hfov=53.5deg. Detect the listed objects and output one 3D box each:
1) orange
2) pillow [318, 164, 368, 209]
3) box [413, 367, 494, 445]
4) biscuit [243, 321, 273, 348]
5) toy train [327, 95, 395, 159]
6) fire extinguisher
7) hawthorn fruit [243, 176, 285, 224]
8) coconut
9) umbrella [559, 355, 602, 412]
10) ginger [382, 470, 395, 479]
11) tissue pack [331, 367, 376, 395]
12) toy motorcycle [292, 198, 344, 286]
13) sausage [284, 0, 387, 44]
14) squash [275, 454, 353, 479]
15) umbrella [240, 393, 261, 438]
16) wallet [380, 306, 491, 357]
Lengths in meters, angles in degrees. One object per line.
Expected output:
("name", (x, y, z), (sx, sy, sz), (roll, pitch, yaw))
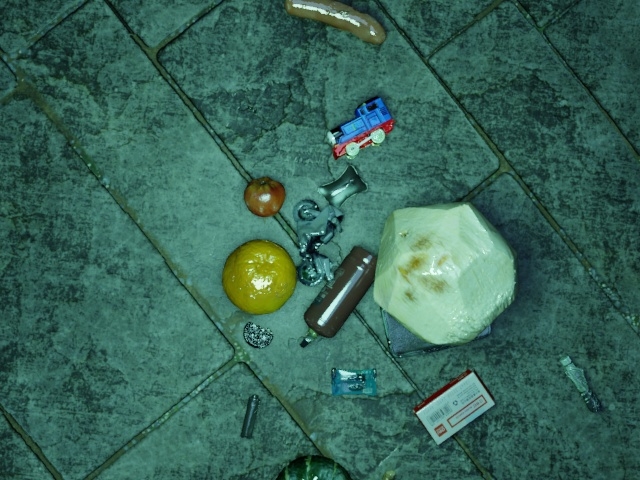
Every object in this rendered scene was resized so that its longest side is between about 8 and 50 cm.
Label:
("orange", (-0.175, 0.107, 1.834), (0.219, 0.193, 0.219), (-1, 46, 1))
("pillow", (0.070, -0.157, 1.923), (0.135, 0.055, 0.091), (-36, 122, 0))
("box", (0.407, 0.501, 1.924), (0.229, 0.050, 0.123), (-35, 92, -3))
("biscuit", (-0.189, 0.283, 1.914), (0.087, 0.027, 0.089), (-21, 89, -2))
("toy train", (0.117, -0.331, 1.913), (0.204, 0.083, 0.131), (-28, 90, -5))
("fire extinguisher", (0.047, 0.181, 1.882), (0.114, 0.135, 0.337), (37, 83, 3))
("hawthorn fruit", (-0.167, -0.121, 1.878), (0.125, 0.125, 0.140), (8, 87, -2))
("coconut", (0.330, 0.077, 1.764), (0.415, 0.345, 0.416), (4, 68, -10))
("umbrella", (0.801, 0.437, 1.946), (0.050, 0.046, 0.188), (-32, 86, 5))
("ginger", (0.148, 0.785, 1.827), (0.065, 0.258, 0.150), (12, 112, 29))
("tissue pack", (0.102, 0.429, 1.925), (0.137, 0.028, 0.085), (0, 89, 1))
("toy motorcycle", (0.000, 0.000, 1.875), (0.159, 0.106, 0.271), (-10, 70, 9))
("sausage", (0.050, -0.679, 1.920), (0.326, 0.079, 0.087), (18, 77, -3))
("squash", (-0.021, 0.753, 1.842), (0.252, 0.165, 0.252), (0, 90, 0))
("umbrella", (-0.209, 0.529, 1.908), (0.036, 0.031, 0.133), (14, 88, -29))
("wallet", (0.351, 0.248, 1.930), (0.317, 0.045, 0.173), (-13, 86, -2))
